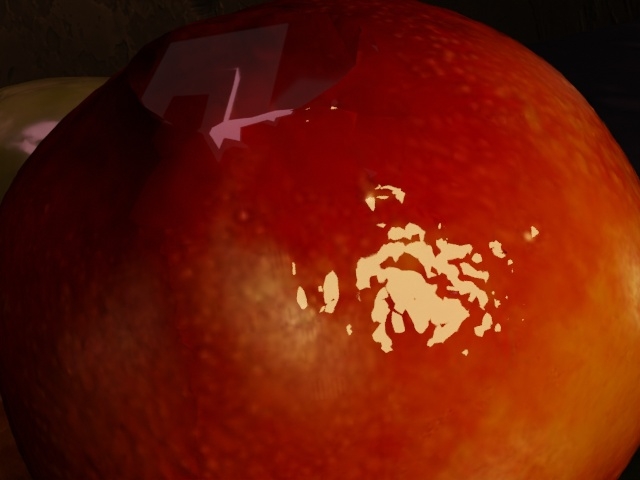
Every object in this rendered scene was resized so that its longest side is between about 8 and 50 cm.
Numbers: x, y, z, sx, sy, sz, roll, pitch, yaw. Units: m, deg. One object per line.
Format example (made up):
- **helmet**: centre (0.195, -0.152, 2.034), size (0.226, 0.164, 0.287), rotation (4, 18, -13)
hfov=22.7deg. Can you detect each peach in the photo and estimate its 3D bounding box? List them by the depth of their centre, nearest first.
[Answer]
- **peach**: centre (-0.001, 0.038, 0.857), size (0.388, 0.388, 0.388), rotation (-10, 13, 2)

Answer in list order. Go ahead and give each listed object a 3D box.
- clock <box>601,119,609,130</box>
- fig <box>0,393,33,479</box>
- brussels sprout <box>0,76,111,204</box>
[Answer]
- **clock**: centre (0.124, -0.027, 1.450), size (0.312, 0.061, 0.312), rotation (-15, -16, -4)
- **fig**: centre (-0.202, 0.153, 1.064), size (0.207, 0.175, 0.175), rotation (-26, 4, 30)
- **brussels sprout**: centre (-0.164, 0.009, 1.215), size (0.242, 0.317, 0.274), rotation (-35, -9, -22)
